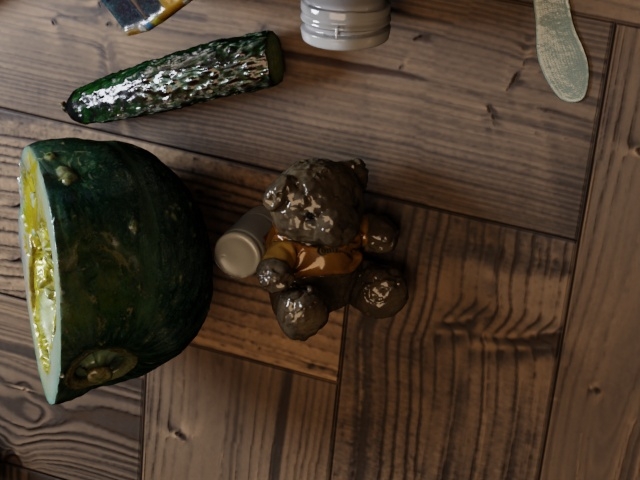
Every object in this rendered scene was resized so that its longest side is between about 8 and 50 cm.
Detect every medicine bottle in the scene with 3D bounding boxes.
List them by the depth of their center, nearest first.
[{"bbox_3d":[0.025,-0.307,1.744,0.135,0.135,0.215,8,116,19],"label":"medicine bottle"},{"bbox_3d":[-0.078,0.001,1.951,0.057,0.089,0.057,8,116,18],"label":"medicine bottle"}]

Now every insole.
[{"bbox_3d":[0.245,-0.213,1.774,0.053,0.002,0.152,-2,112,23],"label":"insole"}]

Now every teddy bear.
[{"bbox_3d":[0.000,0.000,1.893,0.140,0.177,0.190,35,134,48],"label":"teddy bear"}]

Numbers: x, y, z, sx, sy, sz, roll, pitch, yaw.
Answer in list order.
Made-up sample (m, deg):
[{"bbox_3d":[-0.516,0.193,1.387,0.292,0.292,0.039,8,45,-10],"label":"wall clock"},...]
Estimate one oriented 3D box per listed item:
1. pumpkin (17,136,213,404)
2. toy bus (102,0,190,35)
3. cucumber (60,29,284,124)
[{"bbox_3d":[-0.228,0.023,1.949,0.293,0.197,0.263,111,145,-53],"label":"pumpkin"},{"bbox_3d":[-0.203,-0.392,1.787,0.194,0.162,0.323,-31,100,33],"label":"toy bus"},{"bbox_3d":[-0.176,-0.174,1.929,0.293,0.067,0.067,-11,108,27],"label":"cucumber"}]
